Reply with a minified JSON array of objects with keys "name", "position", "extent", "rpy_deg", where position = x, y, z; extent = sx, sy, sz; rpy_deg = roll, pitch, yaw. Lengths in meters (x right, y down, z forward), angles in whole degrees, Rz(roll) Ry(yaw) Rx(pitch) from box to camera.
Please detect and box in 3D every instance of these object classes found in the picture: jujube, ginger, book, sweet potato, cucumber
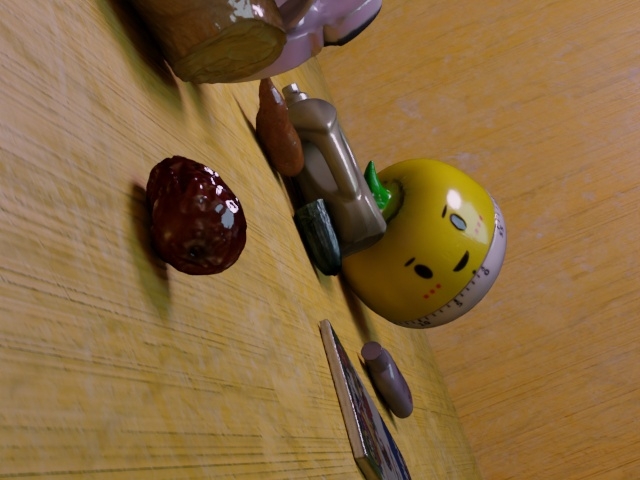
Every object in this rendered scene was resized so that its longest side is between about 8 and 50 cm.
[{"name":"jujube","position":[-0.099,-0.021,1.183],"extent":[0.077,0.077,0.129],"rpy_deg":[64,-2,-30]},{"name":"ginger","position":[-0.133,-0.264,1.497],"extent":[0.221,0.130,0.275],"rpy_deg":[59,0,3]},{"name":"book","position":[0.079,0.273,1.921],"extent":[0.228,0.018,0.322],"rpy_deg":[-106,171,-45]},{"name":"sweet potato","position":[-0.061,-0.155,2.032],"extent":[0.056,0.056,0.195],"rpy_deg":[-106,180,-45]},{"name":"cucumber","position":[0.000,0.000,2.079],"extent":[0.048,0.048,0.105],"rpy_deg":[14,56,-82]}]

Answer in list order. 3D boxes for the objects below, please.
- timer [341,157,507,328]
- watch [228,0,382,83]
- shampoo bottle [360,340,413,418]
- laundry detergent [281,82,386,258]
[{"name":"timer","position":[0.124,-0.020,2.350],"extent":[0.285,0.285,0.285],"rpy_deg":[-22,90,-84]},{"name":"watch","position":[-0.066,-0.318,1.707],"extent":[0.196,0.244,0.231],"rpy_deg":[-98,171,-65]},{"name":"shampoo bottle","position":[0.096,0.196,2.225],"extent":[0.165,0.040,0.080],"rpy_deg":[61,11,-54]},{"name":"laundry detergent","position":[0.005,-0.105,2.160],"extent":[0.181,0.091,0.253],"rpy_deg":[126,-58,-77]}]
